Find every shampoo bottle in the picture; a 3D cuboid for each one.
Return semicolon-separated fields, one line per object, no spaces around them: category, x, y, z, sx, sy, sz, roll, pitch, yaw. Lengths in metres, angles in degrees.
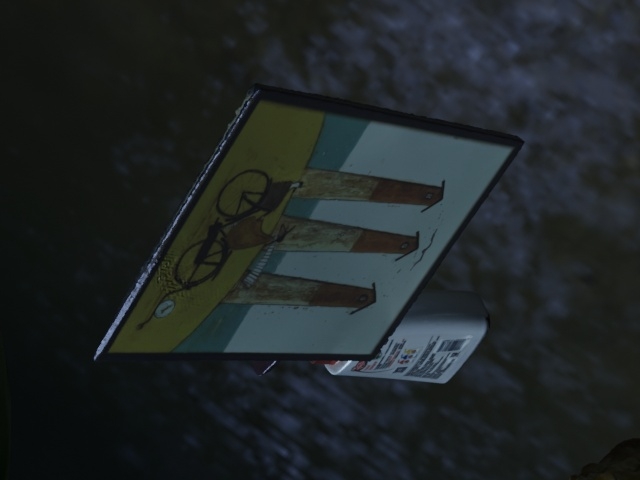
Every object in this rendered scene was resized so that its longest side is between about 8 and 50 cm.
shampoo bottle;0.060;0.121;1.982;0.153;0.284;0.071;-56;43;43

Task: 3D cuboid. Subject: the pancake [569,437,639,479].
pancake;0.168;0.114;0.454;0.212;0.257;0.056;-2;139;13

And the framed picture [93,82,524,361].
framed picture;0.000;0.000;1.251;0.324;0.244;0.013;5;-145;-49

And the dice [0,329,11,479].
dice;-0.263;0.027;0.340;0.297;0.287;0.300;65;-161;6
